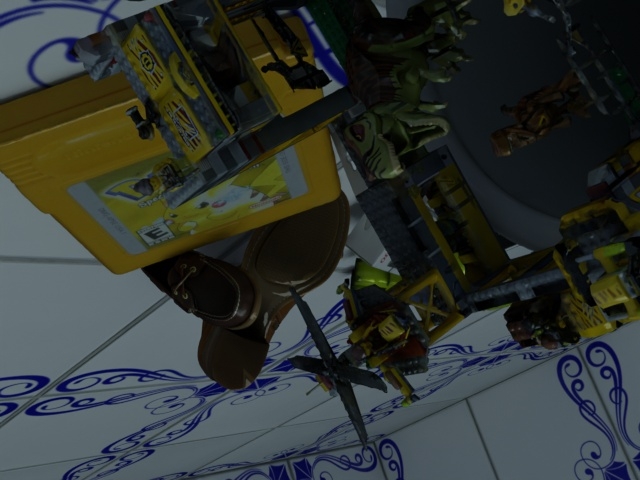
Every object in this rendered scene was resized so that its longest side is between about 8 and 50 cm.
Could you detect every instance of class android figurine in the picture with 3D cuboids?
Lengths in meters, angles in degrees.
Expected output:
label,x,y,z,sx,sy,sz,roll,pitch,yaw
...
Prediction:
label,x,y,z,sx,sy,sz,roll,pitch,yaw
android figurine,0.185,0.066,1.324,0.273,0.056,0.248,4,166,1

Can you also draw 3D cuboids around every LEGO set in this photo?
label,x,y,z,sx,sy,sz,roll,pitch,yaw
LEGO set,0.022,-0.049,0.427,0.192,0.331,0.255,-33,-169,-33

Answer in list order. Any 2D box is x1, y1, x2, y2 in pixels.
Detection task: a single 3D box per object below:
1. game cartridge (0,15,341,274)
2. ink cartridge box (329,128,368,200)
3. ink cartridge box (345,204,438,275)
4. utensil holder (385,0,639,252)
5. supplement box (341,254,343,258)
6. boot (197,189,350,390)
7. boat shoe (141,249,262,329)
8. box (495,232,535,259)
label,x,y,z,sx,sy,sz,roll,pitch,yaw
game cartridge,-0.128,-0.075,0.826,0.285,0.052,0.323,-19,161,0
ink cartridge box,0.082,-0.123,0.817,0.060,0.104,0.180,-9,158,-29
ink cartridge box,0.107,-0.007,1.149,0.099,0.056,0.135,-55,150,11
utensil holder,0.293,-0.169,0.584,0.385,0.327,0.327,-7,156,-35
supplement box,0.000,0.000,1.141,0.055,0.043,0.083,-17,160,-7
boot,-0.071,0.051,1.090,0.109,0.283,0.220,23,178,-13
boat shoe,-0.145,0.049,0.975,0.073,0.073,0.207,18,179,-37
box,0.390,-0.048,1.305,0.290,0.087,0.169,-23,159,9
